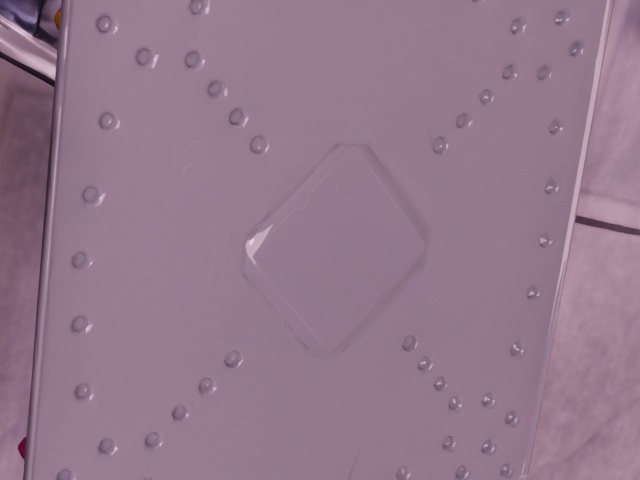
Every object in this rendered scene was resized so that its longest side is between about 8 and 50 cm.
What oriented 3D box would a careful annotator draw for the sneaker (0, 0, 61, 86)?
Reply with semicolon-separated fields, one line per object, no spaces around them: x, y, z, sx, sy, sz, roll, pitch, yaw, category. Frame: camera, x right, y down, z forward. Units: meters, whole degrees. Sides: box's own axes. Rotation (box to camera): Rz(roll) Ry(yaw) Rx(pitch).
-0.098;-0.151;0.873;0.226;0.086;0.163;30;99;-20;sneaker

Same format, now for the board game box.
0.000;0.000;0.904;0.390;0.050;0.390;-2;108;-33;board game box
